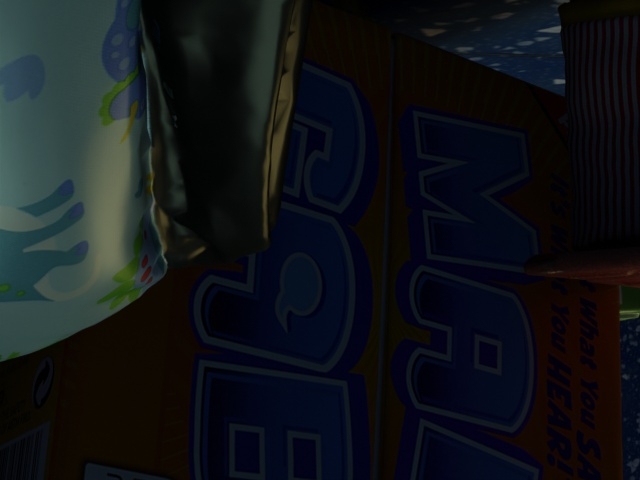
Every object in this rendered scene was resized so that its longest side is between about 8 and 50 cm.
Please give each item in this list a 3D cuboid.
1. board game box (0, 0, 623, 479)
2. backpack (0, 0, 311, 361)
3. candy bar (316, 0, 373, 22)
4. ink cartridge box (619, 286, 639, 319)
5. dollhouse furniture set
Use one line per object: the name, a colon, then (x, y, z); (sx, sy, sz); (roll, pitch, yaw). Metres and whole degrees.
board game box: (-0.061, 0.089, 1.002); (0.356, 0.356, 0.356); (16, 154, -29)
backpack: (-0.177, -0.087, 0.456); (0.355, 0.273, 0.290); (9, 141, -3)
candy bar: (0.013, -0.144, 1.016); (0.040, 0.018, 0.161); (-4, 172, 9)
ink cartridge box: (0.200, -0.010, 1.464); (0.097, 0.189, 0.255); (-3, 173, -12)
dollhouse furniture set: (0.302, -0.090, 0.842); (0.374, 0.201, 0.152); (-7, 172, 35)
